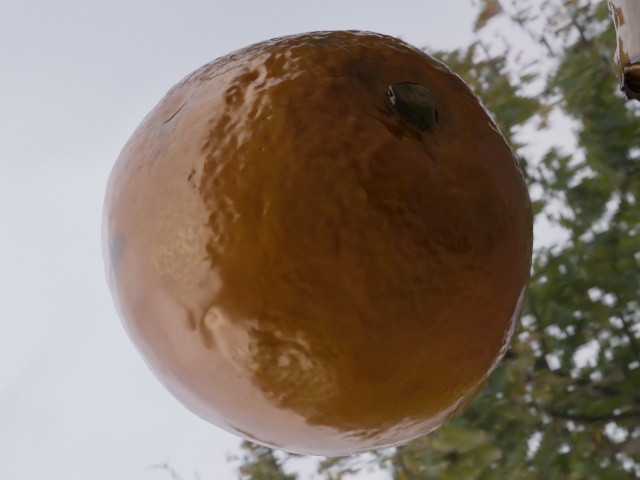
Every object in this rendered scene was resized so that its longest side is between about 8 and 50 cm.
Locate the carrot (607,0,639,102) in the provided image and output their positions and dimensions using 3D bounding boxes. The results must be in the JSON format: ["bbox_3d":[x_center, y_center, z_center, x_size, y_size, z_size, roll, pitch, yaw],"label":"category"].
[{"bbox_3d":[0.165,-0.197,0.631,0.102,0.102,0.263,2,-104,-48],"label":"carrot"}]

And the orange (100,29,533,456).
[{"bbox_3d":[0.000,0.000,0.964,0.312,0.312,0.312,26,-130,-37],"label":"orange"}]
